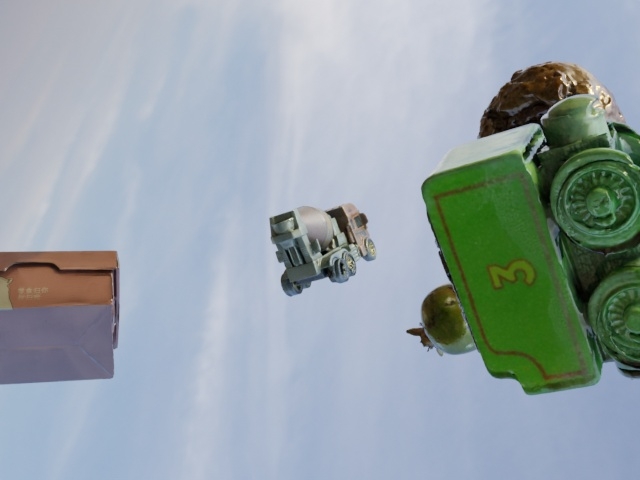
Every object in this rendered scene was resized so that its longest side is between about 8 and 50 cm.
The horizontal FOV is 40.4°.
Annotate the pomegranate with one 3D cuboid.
[{"bbox_3d":[0.280,0.174,1.854,0.220,0.156,0.156,112,3,-70],"label":"pomegranate"}]

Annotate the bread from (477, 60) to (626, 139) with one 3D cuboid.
[{"bbox_3d":[0.334,-0.146,1.285,0.230,0.230,0.123,-39,170,34],"label":"bread"}]

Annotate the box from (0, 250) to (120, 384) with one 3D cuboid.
[{"bbox_3d":[-0.378,0.109,1.160,0.215,0.215,0.086,108,-23,-51],"label":"box"}]

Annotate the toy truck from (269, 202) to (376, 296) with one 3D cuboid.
[{"bbox_3d":[0.000,0.000,1.472,0.108,0.140,0.257,-17,-174,25],"label":"toy truck"}]

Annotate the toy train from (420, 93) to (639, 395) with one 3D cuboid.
[{"bbox_3d":[0.200,0.010,0.721,0.188,0.243,0.132,-16,-166,27],"label":"toy train"}]
